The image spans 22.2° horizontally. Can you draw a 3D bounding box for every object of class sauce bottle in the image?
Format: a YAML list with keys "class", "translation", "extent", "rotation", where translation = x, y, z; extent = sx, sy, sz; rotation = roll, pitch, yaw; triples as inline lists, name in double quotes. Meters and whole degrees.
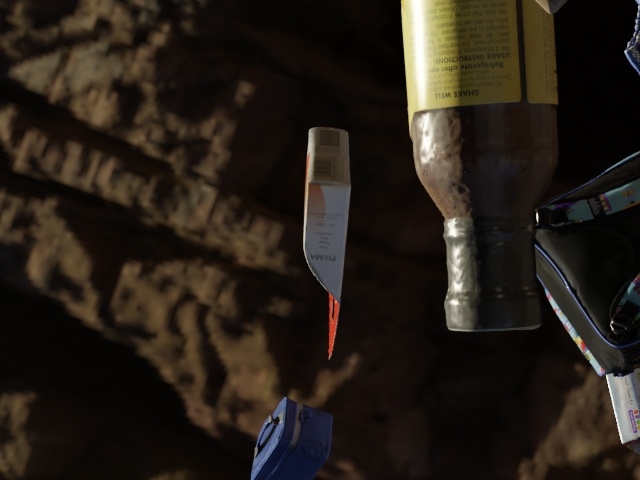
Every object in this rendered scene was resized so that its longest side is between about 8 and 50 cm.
- class: "sauce bottle"
  translation: [0.114, -0.108, 1.172]
  extent: [0.111, 0.344, 0.111]
  rotation: [-2, 180, 0]

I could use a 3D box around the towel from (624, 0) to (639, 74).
- class: "towel"
  translation: [0.386, -0.138, 1.718]
  extent: [0.243, 0.040, 0.336]
  rotation: [62, -159, -12]

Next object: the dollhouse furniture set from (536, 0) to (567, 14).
- class: "dollhouse furniture set"
  translation: [0.141, -0.366, 1.011]
  extent: [0.355, 0.303, 0.174]
  rotation: [49, -164, 11]

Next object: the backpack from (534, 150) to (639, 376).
- class: "backpack"
  translation: [0.275, 0.010, 1.352]
  extent: [0.158, 0.173, 0.117]
  rotation: [57, 174, 28]

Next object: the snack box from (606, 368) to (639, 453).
- class: "snack box"
  translation: [0.387, 0.190, 2.004]
  extent: [0.037, 0.141, 0.100]
  rotation: [-21, 152, 25]

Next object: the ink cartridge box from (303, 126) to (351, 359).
- class: "ink cartridge box"
  translation: [0.000, 0.000, 1.540]
  extent: [0.045, 0.179, 0.145]
  rotation: [7, -156, -3]

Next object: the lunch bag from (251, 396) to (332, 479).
- class: "lunch bag"
  translation: [-0.032, 0.210, 1.679]
  extent: [0.065, 0.098, 0.067]
  rotation: [19, -141, -12]
